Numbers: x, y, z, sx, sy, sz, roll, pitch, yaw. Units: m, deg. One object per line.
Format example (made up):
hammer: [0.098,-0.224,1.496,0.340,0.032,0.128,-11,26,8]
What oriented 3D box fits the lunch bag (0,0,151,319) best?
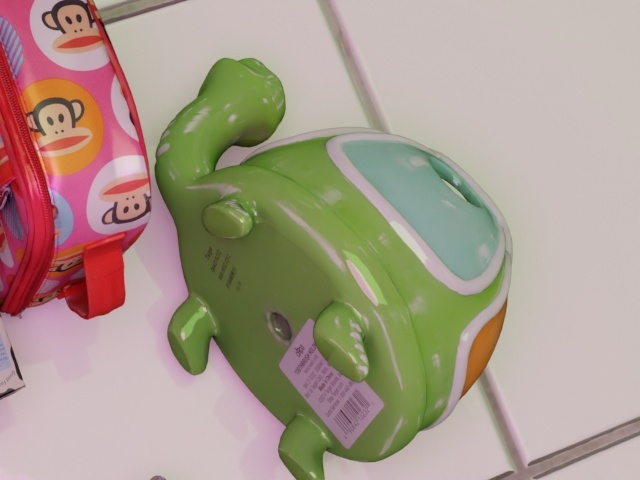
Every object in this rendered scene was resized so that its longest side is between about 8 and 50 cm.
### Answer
lunch bag: [-0.210,-0.061,1.153,0.120,0.293,0.258,-19,81,-21]

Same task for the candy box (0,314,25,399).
candy box: [-0.334,0.027,1.153,0.159,0.071,0.233,-18,93,28]

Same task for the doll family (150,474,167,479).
doll family: [-0.137,0.298,1.126,0.118,0.163,0.263,-13,60,-3]

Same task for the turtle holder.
turtle holder: [0.005,0.017,1.237,0.227,0.243,0.320,-32,45,-32]
